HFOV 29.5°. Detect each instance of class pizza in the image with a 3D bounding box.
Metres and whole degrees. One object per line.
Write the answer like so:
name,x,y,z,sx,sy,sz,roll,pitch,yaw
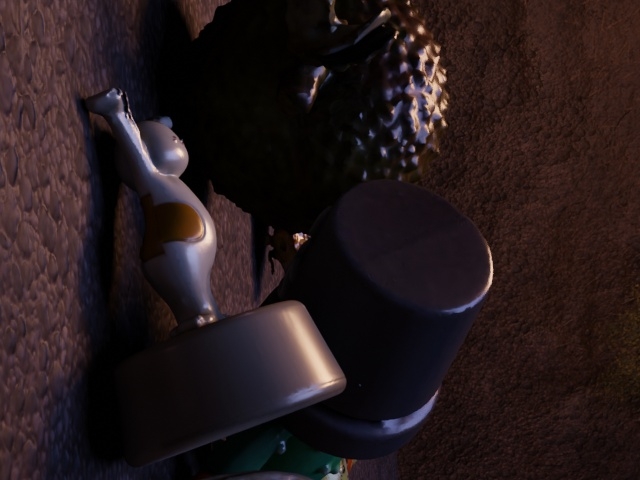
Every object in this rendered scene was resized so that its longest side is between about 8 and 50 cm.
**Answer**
pizza,-0.049,-0.054,1.538,0.147,0.069,0.226,-154,-117,-74

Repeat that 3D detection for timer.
timer,-0.105,0.019,0.926,0.175,0.175,0.266,23,46,-81

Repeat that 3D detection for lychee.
lychee,-0.004,-0.133,1.153,0.320,0.270,0.269,-5,92,-67

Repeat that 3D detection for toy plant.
toy plant,0.012,0.120,1.131,0.279,0.185,0.400,-76,-170,-45

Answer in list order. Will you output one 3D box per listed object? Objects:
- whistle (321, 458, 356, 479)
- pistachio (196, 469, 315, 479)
whistle,-0.009,0.274,1.556,0.288,0.106,0.131,-66,147,-73
pistachio,-0.062,0.250,1.017,0.108,0.185,0.126,37,-68,53
